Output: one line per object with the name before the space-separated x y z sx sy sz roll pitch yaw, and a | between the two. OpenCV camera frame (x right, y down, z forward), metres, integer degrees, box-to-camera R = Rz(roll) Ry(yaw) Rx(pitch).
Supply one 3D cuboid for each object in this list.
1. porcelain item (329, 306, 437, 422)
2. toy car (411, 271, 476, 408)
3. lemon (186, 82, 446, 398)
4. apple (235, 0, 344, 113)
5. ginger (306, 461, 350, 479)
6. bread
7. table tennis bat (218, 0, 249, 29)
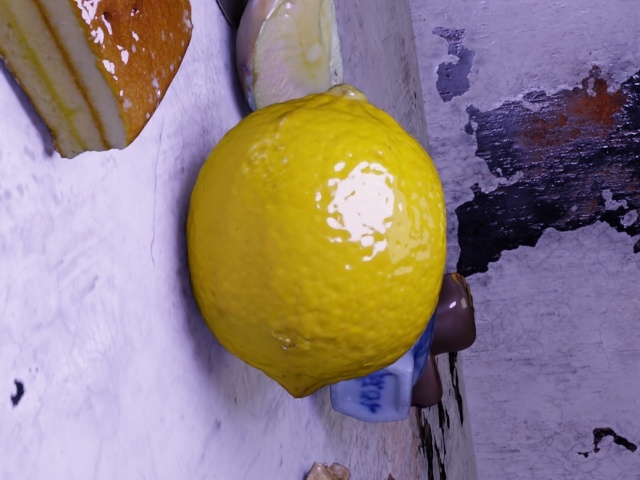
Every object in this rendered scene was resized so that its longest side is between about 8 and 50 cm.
porcelain item | 0.111 0.101 1.584 0.405 0.179 0.242 -73 166 -44
toy car | 0.204 0.203 1.924 0.340 0.241 0.271 -82 159 -53
lemon | -0.003 0.002 1.073 0.336 0.336 0.335 -6 90 -76
apple | -0.062 -0.269 1.314 0.193 0.120 0.265 -50 152 -24
ginger | 0.013 0.402 1.460 0.193 0.053 0.176 -78 163 -49
bread | -0.189 -0.210 0.802 0.234 0.111 0.184 -81 160 -48
table tennis bat | -0.120 -0.353 1.335 0.234 0.022 0.131 58 28 -56
